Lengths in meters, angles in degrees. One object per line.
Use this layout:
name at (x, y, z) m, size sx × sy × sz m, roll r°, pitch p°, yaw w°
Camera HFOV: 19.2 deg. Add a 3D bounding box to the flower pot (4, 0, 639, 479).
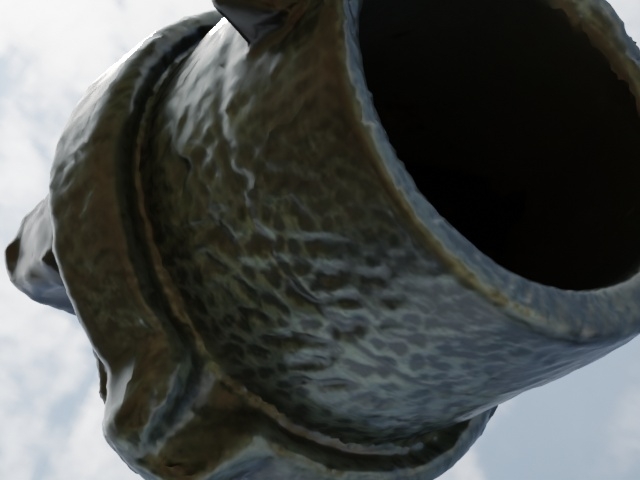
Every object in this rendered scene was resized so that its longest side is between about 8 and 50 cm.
flower pot at (0.000, 0.000, 0.960) m, size 0.283 × 0.299 × 0.299 m, roll -32°, pitch -123°, yaw 43°
